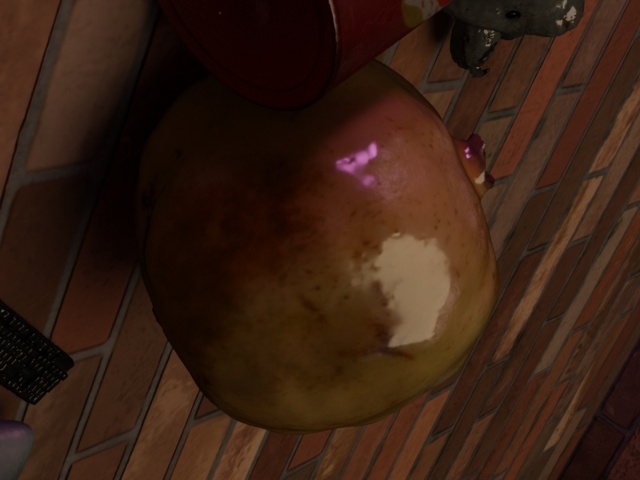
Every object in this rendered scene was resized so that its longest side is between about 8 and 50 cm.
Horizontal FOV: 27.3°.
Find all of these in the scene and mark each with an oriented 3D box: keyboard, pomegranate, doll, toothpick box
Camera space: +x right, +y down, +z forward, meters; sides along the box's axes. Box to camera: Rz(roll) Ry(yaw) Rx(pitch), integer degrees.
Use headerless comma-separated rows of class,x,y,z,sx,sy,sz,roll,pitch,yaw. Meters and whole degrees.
keyboard,-0.267,0.094,1.129,0.060,0.018,0.195,-48,155,-8
pomegranate,0.000,0.000,1.109,0.332,0.333,0.332,-41,153,-27
doll,0.230,-0.274,1.377,0.246,0.158,0.340,-45,160,8
toothpick box,0.048,-0.267,1.006,0.333,0.204,0.204,-38,151,-30

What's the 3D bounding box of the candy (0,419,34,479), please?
candy,-0.328,0.232,1.131,0.174,0.071,0.138,-58,155,10
